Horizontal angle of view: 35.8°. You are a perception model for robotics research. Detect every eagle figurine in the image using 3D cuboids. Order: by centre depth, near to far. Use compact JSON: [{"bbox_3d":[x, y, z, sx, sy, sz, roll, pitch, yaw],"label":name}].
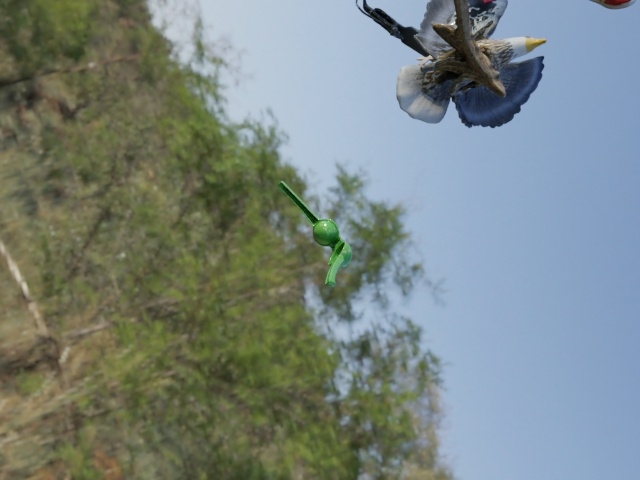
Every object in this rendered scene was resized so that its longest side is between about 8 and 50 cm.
[{"bbox_3d":[0.259,-0.296,1.612,0.298,0.225,0.226,-52,158,-73],"label":"eagle figurine"}]

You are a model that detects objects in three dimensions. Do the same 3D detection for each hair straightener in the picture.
[{"bbox_3d":[0.161,-0.442,2.036,0.230,0.047,0.089,41,16,12],"label":"hair straightener"}]

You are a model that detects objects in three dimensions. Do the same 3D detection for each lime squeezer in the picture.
[{"bbox_3d":[0.000,0.000,1.964,0.058,0.110,0.310,-63,-144,32],"label":"lime squeezer"}]

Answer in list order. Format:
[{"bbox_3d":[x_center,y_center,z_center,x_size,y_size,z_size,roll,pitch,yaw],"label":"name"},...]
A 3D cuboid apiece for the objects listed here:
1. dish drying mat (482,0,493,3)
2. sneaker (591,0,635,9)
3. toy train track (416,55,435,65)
[{"bbox_3d":[0.272,-0.443,1.685,0.008,0.032,0.083,-32,-101,58],"label":"dish drying mat"},{"bbox_3d":[0.476,-0.432,1.664,0.118,0.042,0.067,36,-18,49],"label":"sneaker"},{"bbox_3d":[0.191,-0.324,1.824,0.048,0.083,0.014,6,-58,36],"label":"toy train track"}]
